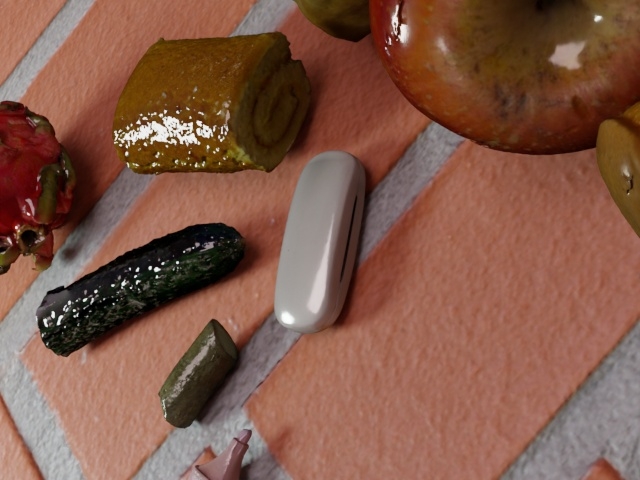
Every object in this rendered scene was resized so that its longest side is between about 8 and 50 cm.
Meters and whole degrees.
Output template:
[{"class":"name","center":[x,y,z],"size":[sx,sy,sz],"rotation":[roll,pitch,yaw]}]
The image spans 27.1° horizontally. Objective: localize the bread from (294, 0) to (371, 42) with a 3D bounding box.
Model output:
[{"class":"bread","center":[0.041,-0.311,1.083],"size":[0.314,0.370,0.191],"rotation":[-41,78,17]}]

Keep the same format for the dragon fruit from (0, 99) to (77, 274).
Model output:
[{"class":"dragon fruit","center":[-0.335,-0.053,1.374],"size":[0.166,0.160,0.172],"rotation":[-32,47,-7]}]

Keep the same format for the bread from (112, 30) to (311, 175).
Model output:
[{"class":"bread","center":[-0.102,-0.123,1.242],"size":[0.172,0.103,0.132],"rotation":[3,59,40]}]

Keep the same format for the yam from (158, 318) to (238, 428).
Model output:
[{"class":"yam","center":[-0.107,0.118,1.168],"size":[0.094,0.043,0.043],"rotation":[-53,46,4]}]

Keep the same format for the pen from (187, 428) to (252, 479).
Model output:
[{"class":"pen","center":[-0.109,0.243,1.114],"size":[0.053,0.032,0.197],"rotation":[30,91,45]}]

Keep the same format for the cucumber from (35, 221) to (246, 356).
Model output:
[{"class":"cucumber","center":[-0.164,0.036,1.248],"size":[0.245,0.067,0.067],"rotation":[-26,54,26]}]

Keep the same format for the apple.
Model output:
[{"class":"apple","center":[0.167,-0.197,0.958],"size":[0.272,0.251,0.206],"rotation":[-43,17,29]}]

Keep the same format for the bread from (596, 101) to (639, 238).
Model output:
[{"class":"bread","center":[0.283,-0.010,0.800],"size":[0.142,0.195,0.270],"rotation":[-45,43,4]}]

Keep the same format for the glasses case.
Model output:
[{"class":"glasses case","center":[0.000,0.000,1.137],"size":[0.063,0.041,0.164],"rotation":[-5,65,37]}]
